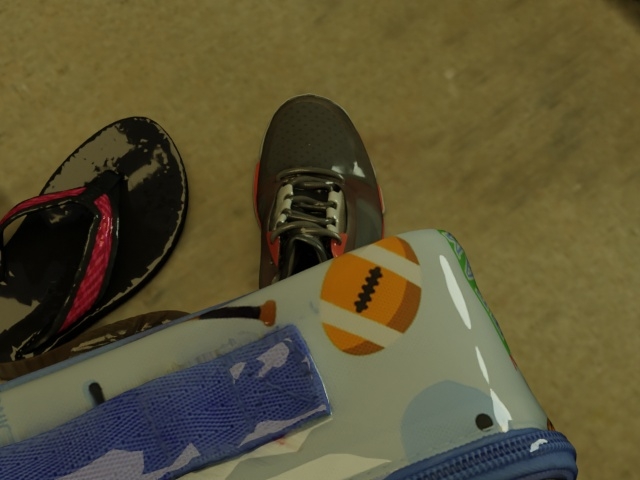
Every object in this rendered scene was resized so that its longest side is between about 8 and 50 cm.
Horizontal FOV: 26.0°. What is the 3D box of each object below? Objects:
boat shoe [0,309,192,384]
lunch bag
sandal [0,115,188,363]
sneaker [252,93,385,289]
[{"bbox_3d":[-0.130,0.084,0.562,0.190,0.072,0.068,-11,70,-14],"label":"boat shoe"},{"bbox_3d":[-0.072,0.116,0.455,0.303,0.243,0.115,-22,68,-9],"label":"lunch bag"},{"bbox_3d":[-0.122,0.015,0.609,0.067,0.040,0.179,35,72,15],"label":"sandal"},{"bbox_3d":[0.000,0.000,0.599,0.061,0.065,0.157,-3,67,0],"label":"sneaker"}]
